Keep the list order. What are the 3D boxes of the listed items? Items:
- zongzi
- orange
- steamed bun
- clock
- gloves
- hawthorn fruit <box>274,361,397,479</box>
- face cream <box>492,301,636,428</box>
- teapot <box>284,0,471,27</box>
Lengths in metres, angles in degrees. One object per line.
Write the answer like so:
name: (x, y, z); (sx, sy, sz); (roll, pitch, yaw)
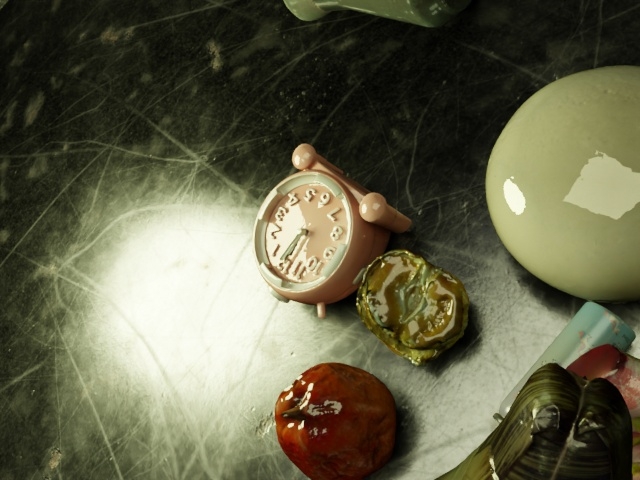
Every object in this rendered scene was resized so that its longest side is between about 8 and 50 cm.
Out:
zongzi: (0.176, 0.266, 0.673); (0.317, 0.154, 0.289); (2, 111, 30)
orange: (0.137, 0.095, 0.875); (0.160, 0.112, 0.170); (-10, 87, 11)
steamed bun: (0.378, -0.082, 0.777); (0.324, 0.206, 0.324); (-10, 65, 23)
clock: (0.000, 0.000, 0.983); (0.227, 0.142, 0.241); (39, 98, 35)
gloves: (0.397, 0.232, 0.676); (0.241, 0.126, 0.145); (44, 94, -2)
hawthorn fruit: (0.026, 0.253, 0.823); (0.173, 0.179, 0.173); (-4, 46, 4)
face cream: (0.306, 0.188, 0.768); (0.229, 0.075, 0.075); (-50, 56, 0)
teapot: (0.116, -0.540, 1.116); (0.344, 0.253, 0.300); (12, 40, 36)
